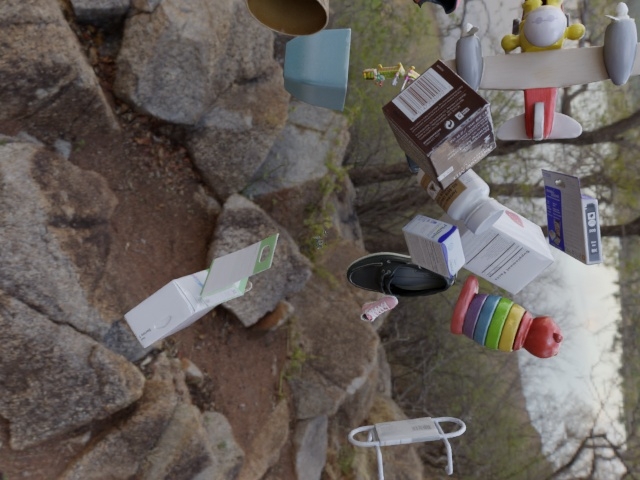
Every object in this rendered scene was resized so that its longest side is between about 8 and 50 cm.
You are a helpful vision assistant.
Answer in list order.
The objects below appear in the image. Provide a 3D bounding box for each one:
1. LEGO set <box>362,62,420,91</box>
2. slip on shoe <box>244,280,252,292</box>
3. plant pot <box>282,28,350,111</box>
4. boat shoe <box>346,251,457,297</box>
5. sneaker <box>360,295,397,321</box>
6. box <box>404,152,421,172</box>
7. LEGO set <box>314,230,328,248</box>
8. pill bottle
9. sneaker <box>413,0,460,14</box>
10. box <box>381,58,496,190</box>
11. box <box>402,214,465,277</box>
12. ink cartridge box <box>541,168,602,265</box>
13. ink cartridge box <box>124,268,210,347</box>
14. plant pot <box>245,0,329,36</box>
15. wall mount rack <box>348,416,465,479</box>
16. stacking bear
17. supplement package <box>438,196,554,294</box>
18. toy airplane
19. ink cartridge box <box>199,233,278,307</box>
[{"bbox_3d":[0.281,-0.560,1.956,0.132,0.287,0.107,103,8,-70],"label":"LEGO set"},{"bbox_3d":[-0.314,0.162,1.951,0.041,0.136,0.051,112,-25,-54],"label":"slip on shoe"},{"bbox_3d":[-0.019,-0.682,2.147,0.247,0.253,0.247,103,-8,-83],"label":"plant pot"},{"bbox_3d":[0.235,0.117,1.627,0.113,0.341,0.127,-57,148,-61],"label":"boat shoe"},{"bbox_3d":[0.184,0.224,1.732,0.051,0.134,0.070,55,36,-18],"label":"sneaker"},{"bbox_3d":[0.382,-0.343,1.752,0.059,0.233,0.183,28,48,-64],"label":"box"},{"bbox_3d":[0.003,0.001,2.151,0.054,0.023,0.083,47,64,-3],"label":"LEGO set"},{"bbox_3d":[0.382,-0.130,1.470,0.229,0.131,0.131,51,18,23],"label":"pill bottle"},{"bbox_3d":[0.270,-0.768,1.569,0.350,0.131,0.148,11,81,-18],"label":"sneaker"},{"bbox_3d":[0.271,-0.254,1.211,0.167,0.168,0.203,52,7,27],"label":"box"},{"bbox_3d":[0.300,0.014,1.425,0.072,0.137,0.126,-40,129,-22],"label":"box"},{"bbox_3d":[0.601,-0.066,1.296,0.206,0.045,0.208,-92,169,-76],"label":"ink cartridge box"},{"bbox_3d":[-0.424,0.196,1.636,0.117,0.201,0.278,56,12,3],"label":"ink cartridge box"},{"bbox_3d":[-0.071,-0.763,1.542,0.237,0.237,0.254,30,68,-58],"label":"plant pot"},{"bbox_3d":[0.259,0.613,1.653,0.304,0.351,0.130,-105,-171,-84],"label":"wall mount rack"},{"bbox_3d":[0.535,0.241,1.530,0.164,0.289,0.175,-52,147,-35],"label":"stacking bear"},{"bbox_3d":[0.533,0.001,1.667,0.293,0.175,0.177,27,35,-16],"label":"supplement package"},{"bbox_3d":[0.509,-0.417,1.247,0.384,0.386,0.272,52,7,23],"label":"toy airplane"},{"bbox_3d":[-0.218,0.084,1.531,0.056,0.235,0.171,60,20,-29],"label":"ink cartridge box"}]
